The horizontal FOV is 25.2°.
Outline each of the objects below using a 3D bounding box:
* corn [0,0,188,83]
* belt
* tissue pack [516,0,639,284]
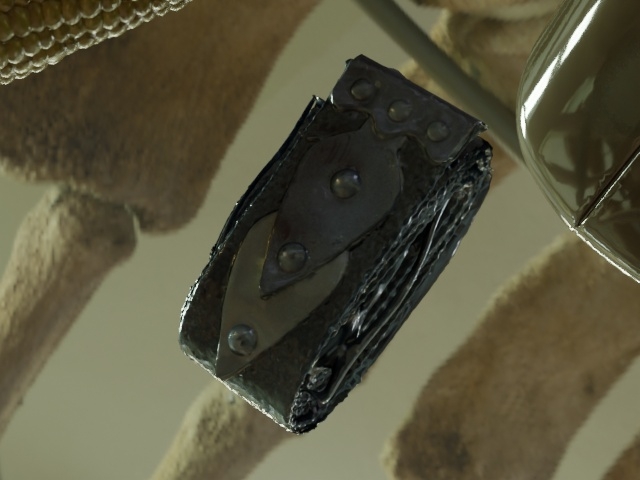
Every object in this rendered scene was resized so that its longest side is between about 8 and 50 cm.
[{"bbox_3d":[-0.195,-0.172,0.891,0.387,0.144,0.144,-24,-52,-9],"label":"corn"},{"bbox_3d":[0.000,0.001,0.886,0.218,0.128,0.122,-55,-20,-11],"label":"belt"},{"bbox_3d":[0.312,-0.153,0.984,0.277,0.267,0.387,40,-48,10],"label":"tissue pack"}]
